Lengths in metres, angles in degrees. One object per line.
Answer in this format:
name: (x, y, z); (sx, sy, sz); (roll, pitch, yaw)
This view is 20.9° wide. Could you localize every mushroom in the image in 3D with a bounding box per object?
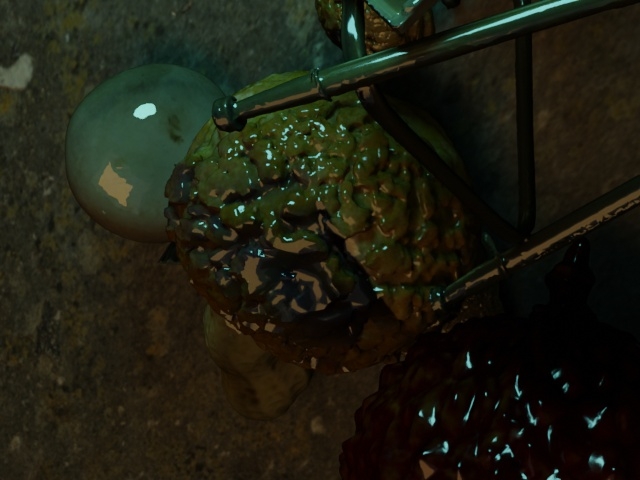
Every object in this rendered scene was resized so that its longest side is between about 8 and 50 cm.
mushroom: (-0.186, -0.098, 1.943); (0.204, 0.204, 0.204); (21, 136, 21)

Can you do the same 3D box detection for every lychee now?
lychee: (0.220, 0.243, 1.703); (0.425, 0.500, 0.424); (4, 168, 1)

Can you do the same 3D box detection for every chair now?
chair: (0.195, -0.208, 1.374); (0.410, 0.362, 0.364); (-14, 147, 29)

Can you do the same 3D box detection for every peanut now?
peanut: (-0.071, 0.128, 2.069); (0.125, 0.111, 0.274); (-5, 150, 5)

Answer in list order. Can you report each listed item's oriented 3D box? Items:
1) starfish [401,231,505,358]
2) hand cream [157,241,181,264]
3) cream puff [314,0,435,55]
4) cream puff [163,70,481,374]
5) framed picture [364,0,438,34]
starfish: (0.134, 0.105, 1.960); (0.299, 0.060, 0.302); (21, 125, 30)
hand cream: (-0.072, 0.008, 2.020); (0.248, 0.075, 0.052); (9, 119, 28)
cream puff: (0.049, -0.227, 1.668); (0.133, 0.104, 0.119); (86, 159, -74)
cream puff: (0.000, 0.000, 1.772); (0.327, 0.231, 0.343); (10, 123, -1)
framed picture: (0.057, -0.294, 1.279); (0.281, 0.209, 0.019); (52, -175, 39)
